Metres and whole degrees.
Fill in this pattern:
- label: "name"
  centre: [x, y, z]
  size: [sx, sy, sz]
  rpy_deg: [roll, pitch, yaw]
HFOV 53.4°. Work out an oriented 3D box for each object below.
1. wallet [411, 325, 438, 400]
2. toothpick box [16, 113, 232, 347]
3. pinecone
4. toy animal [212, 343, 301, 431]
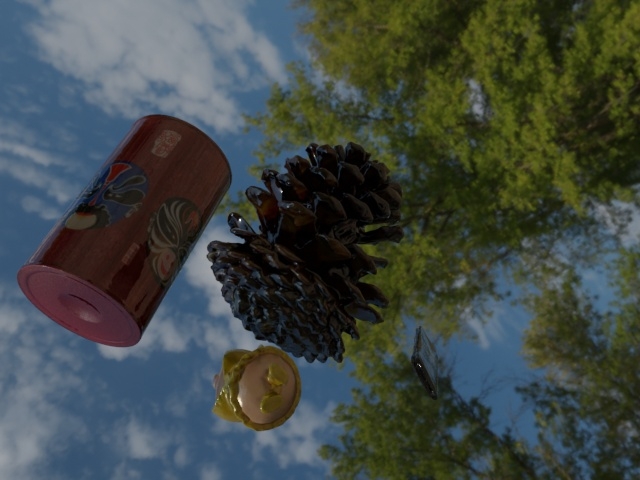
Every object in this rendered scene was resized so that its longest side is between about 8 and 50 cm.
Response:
- label: "wallet"
  centre: [0.180, 0.203, 1.078]
  size: [0.082, 0.018, 0.157]
  rpy_deg: [61, -164, -9]
- label: "toothpick box"
  centre: [-0.300, -0.022, 1.028]
  size: [0.204, 0.204, 0.333]
  rpy_deg: [37, -129, -17]
- label: "pinecone"
  centre: [0.002, 0.002, 0.807]
  size: [0.246, 0.246, 0.292]
  rpy_deg: [40, -115, -13]
- label: "toy animal"
  centre: [-0.111, 0.257, 1.122]
  size: [0.156, 0.229, 0.156]
  rpy_deg: [3, -98, -19]
